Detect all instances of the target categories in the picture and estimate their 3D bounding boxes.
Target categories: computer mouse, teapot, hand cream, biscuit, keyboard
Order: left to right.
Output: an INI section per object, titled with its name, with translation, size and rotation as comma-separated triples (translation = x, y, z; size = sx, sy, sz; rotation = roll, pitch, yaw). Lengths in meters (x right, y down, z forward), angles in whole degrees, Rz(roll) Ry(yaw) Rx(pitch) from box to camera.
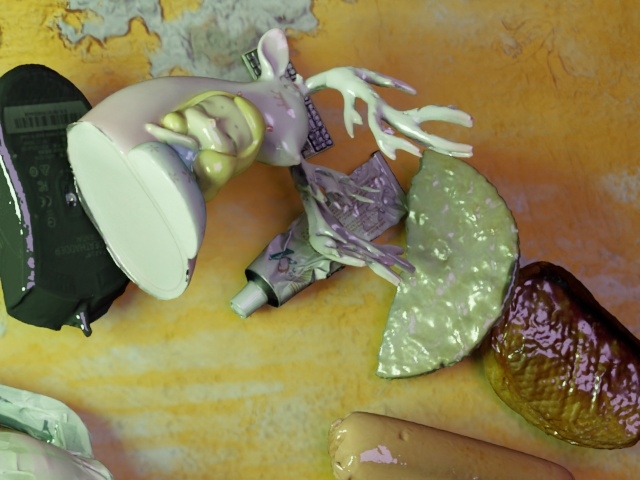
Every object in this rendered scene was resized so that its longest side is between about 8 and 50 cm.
[teapot]
translation = -0.281, 0.241, 1.814
size = 0.178, 0.221, 0.163
rotation = 9, 112, -34
[computer mouse]
translation = -0.265, -0.032, 1.908
size = 0.147, 0.088, 0.264
rotation = -5, 80, -47
[keyboard]
translation = -0.034, -0.147, 2.092
size = 0.049, 0.015, 0.129
rotation = -27, 89, -29
[hand cream]
translation = 0.002, -0.001, 2.056
size = 0.257, 0.050, 0.084
rotation = -37, 91, -32
[biscuit]
translation = 0.140, 0.032, 2.069
size = 0.133, 0.032, 0.250
rotation = 9, 77, 15

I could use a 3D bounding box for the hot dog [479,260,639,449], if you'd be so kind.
[hot dog]
translation = 0.268, 0.125, 2.120
size = 0.227, 0.099, 0.160
rotation = 44, 64, -3

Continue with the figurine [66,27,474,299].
[figurine]
translation = -0.045, -0.059, 1.931
size = 0.284, 0.206, 0.315
rotation = 39, 52, 21

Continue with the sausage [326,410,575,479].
[sausage]
translation = 0.138, 0.241, 2.035
size = 0.289, 0.086, 0.086
rotation = 18, 69, -22
